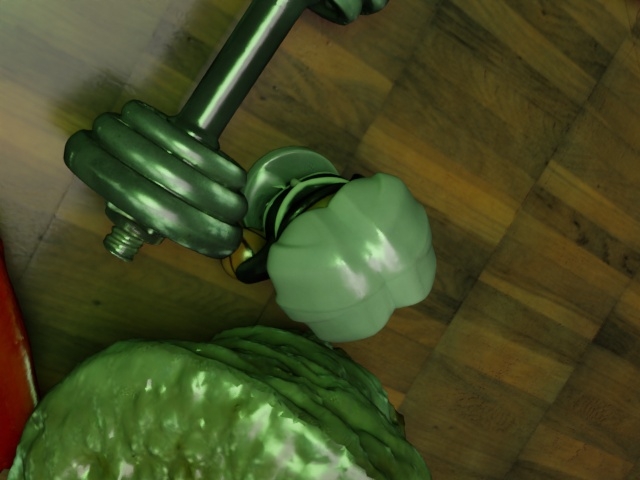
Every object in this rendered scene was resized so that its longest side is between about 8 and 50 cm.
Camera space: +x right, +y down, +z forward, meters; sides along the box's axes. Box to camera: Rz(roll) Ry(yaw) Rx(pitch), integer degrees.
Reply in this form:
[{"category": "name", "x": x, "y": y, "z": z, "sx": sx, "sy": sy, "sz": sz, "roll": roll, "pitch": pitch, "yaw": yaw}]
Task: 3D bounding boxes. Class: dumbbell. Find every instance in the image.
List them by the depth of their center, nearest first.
[{"category": "dumbbell", "x": -0.068, "y": -0.157, "z": 0.647, "sx": 0.179, "sy": 0.179, "sz": 0.406, "roll": 32, "pitch": 94, "yaw": -31}]

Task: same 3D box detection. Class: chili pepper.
[{"category": "chili pepper", "x": -0.324, "y": 0.041, "z": 0.623, "sx": 0.131, "sy": 0.134, "sz": 0.338, "roll": -19, "pitch": 119, "yaw": -38}]

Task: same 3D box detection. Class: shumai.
[{"category": "shumai", "x": -0.057, "y": 0.227, "z": 0.724, "sx": 0.397, "sy": 0.323, "sz": 0.324, "roll": 30, "pitch": 109, "yaw": 3}]

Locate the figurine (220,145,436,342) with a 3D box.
[{"category": "figurine", "x": 0.000, "y": 0.000, "z": 0.703, "sx": 0.176, "sy": 0.236, "sz": 0.133, "roll": -37, "pitch": 121, "yaw": -9}]
